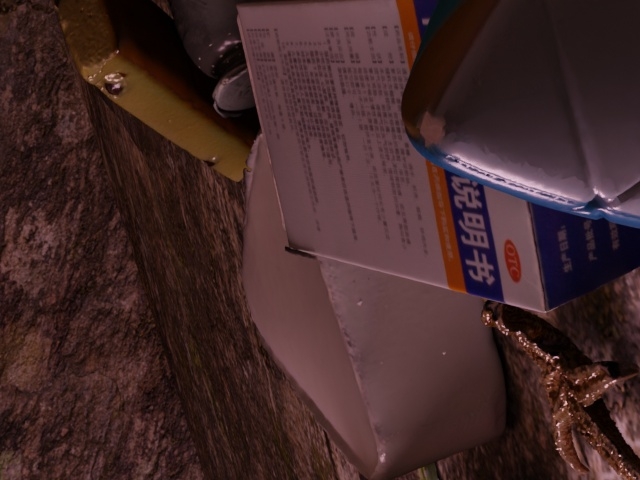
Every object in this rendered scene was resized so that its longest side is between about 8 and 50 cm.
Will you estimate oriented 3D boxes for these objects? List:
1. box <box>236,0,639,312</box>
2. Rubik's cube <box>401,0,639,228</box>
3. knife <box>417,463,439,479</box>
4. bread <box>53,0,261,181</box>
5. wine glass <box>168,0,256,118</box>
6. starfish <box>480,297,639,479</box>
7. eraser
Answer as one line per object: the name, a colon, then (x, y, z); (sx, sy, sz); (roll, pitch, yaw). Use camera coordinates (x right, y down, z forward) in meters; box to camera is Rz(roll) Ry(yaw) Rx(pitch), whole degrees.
box: (0.074, -0.083, 0.859); (0.299, 0.106, 0.200); (13, 120, 55)
Rubik's cube: (0.102, -0.091, 0.576); (0.254, 0.254, 0.255); (162, 90, -74)
knife: (0.104, 0.209, 1.329); (0.026, 0.022, 0.184); (-48, -58, -79)
bread: (-0.172, -0.185, 1.425); (0.361, 0.077, 0.138); (33, -148, -61)
wine glass: (-0.107, -0.250, 1.385); (0.111, 0.111, 0.204); (111, 140, -65)
starfish: (0.172, 0.098, 0.898); (0.213, 0.057, 0.238); (50, 175, 35)
eraser: (0.028, 0.042, 1.188); (0.331, 0.149, 0.331); (55, 155, 41)
